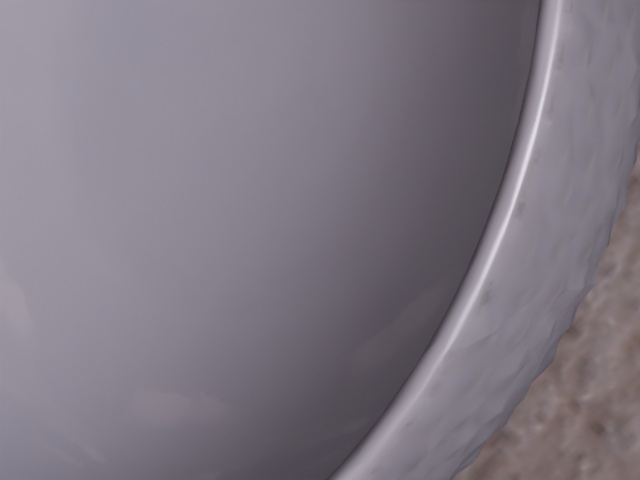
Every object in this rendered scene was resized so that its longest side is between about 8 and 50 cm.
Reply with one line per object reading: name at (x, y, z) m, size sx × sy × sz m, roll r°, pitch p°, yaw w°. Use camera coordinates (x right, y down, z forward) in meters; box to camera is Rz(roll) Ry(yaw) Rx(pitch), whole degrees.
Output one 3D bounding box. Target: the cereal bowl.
cereal bowl at (-0.055, -0.057, 0.449) m, size 0.339 × 0.141 × 0.339 m, roll -3°, pitch 84°, yaw 33°
